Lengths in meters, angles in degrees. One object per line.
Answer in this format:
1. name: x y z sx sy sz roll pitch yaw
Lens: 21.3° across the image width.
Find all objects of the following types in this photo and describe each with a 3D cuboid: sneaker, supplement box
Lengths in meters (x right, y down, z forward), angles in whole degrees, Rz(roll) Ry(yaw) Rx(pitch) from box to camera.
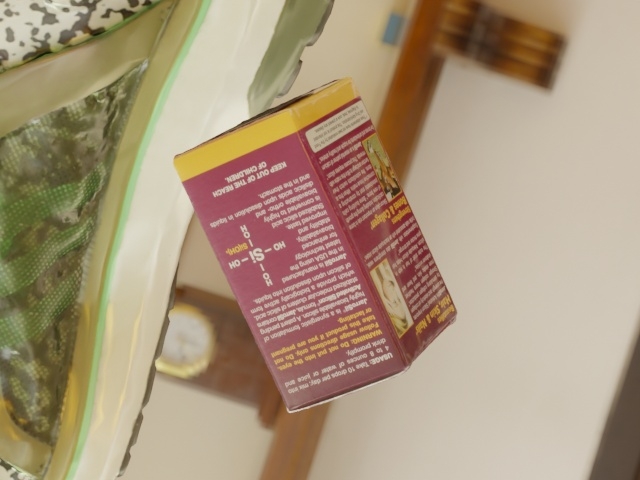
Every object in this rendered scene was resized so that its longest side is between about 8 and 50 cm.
1. sneaker: -0.147 -0.025 0.663 0.410 0.182 0.158 -66 30 13
2. supplement box: 0.000 0.000 0.506 0.083 0.043 0.055 66 -156 -5
